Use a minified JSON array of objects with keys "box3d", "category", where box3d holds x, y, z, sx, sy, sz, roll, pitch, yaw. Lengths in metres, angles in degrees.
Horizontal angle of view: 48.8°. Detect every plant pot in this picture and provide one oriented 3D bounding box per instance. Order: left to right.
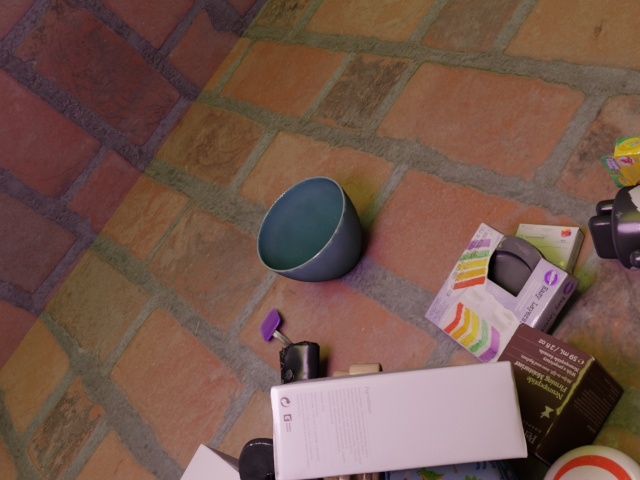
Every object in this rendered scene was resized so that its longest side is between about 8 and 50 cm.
[{"box3d":[0.000,0.000,1.918,0.290,0.195,0.290,-24,46,28],"category":"plant pot"}]

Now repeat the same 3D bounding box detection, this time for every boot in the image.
[{"box3d":[-0.027,0.346,1.715,0.247,0.094,0.207,-19,62,51],"category":"boot"}]

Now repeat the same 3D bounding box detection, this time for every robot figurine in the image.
[{"box3d":[0.666,-0.031,1.348,0.278,0.174,0.208,-4,71,41],"category":"robot figurine"}]

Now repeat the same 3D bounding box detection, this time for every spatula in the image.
[{"box3d":[-0.093,0.281,1.917,0.084,0.030,0.296,-59,41,8],"category":"spatula"}]

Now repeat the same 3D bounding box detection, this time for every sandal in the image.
[{"box3d":[-0.039,0.591,1.361,0.168,0.445,0.107,-18,7,20],"category":"sandal"}]

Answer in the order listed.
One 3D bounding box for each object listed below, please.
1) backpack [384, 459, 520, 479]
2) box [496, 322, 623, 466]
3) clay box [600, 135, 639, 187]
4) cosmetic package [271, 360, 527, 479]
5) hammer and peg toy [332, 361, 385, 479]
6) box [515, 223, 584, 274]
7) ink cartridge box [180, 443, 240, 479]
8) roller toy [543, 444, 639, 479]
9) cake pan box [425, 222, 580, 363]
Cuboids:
[{"box3d":[0.251,0.485,1.304,0.290,0.273,0.355,-24,31,12],"category":"backpack"},{"box3d":[0.423,0.298,1.328,0.169,0.167,0.203,27,80,49],"category":"box"},{"box3d":[0.706,-0.166,1.450,0.222,0.127,0.053,-1,59,41],"category":"clay box"},{"box3d":[0.127,0.296,1.179,0.386,0.217,0.156,-6,79,7],"category":"cosmetic package"},{"box3d":[0.075,0.393,1.437,0.128,0.361,0.265,2,61,15],"category":"hammer and peg toy"},{"box3d":[0.482,0.054,1.558,0.145,0.038,0.186,6,66,45],"category":"box"},{"box3d":[-0.170,0.612,1.555,0.197,0.270,0.198,17,73,49],"category":"ink cartridge box"},{"box3d":[0.474,0.451,1.182,0.209,0.146,0.191,-54,40,-3],"category":"roller toy"},{"box3d":[0.386,0.122,1.522,0.246,0.070,0.266,40,103,42],"category":"cake pan box"}]
